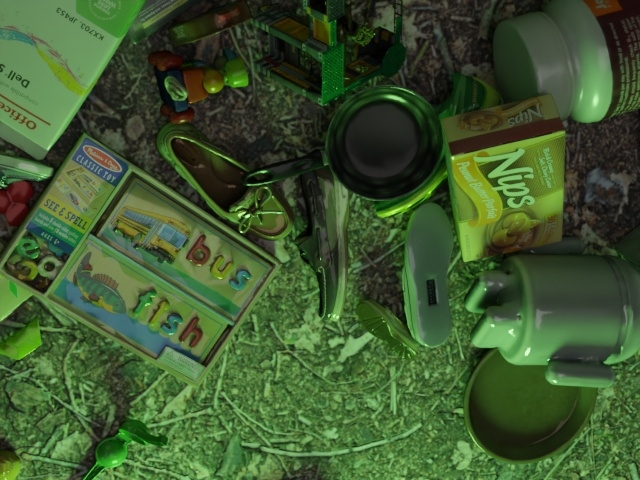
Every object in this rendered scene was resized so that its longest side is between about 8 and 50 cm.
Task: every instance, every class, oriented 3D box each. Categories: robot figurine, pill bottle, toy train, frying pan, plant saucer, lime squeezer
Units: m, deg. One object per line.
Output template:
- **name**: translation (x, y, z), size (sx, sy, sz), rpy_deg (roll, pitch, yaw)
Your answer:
- **robot figurine**: translation (0.443, 0.123, 1.886), size (0.353, 0.200, 0.300), rpy_deg (1, 63, -11)
- **pill bottle**: translation (0.509, -0.330, 1.778), size (0.392, 0.224, 0.224), rpy_deg (-16, 108, -9)
- **toy train**: translation (-0.176, -0.247, 1.628), size (0.143, 0.248, 0.105), rpy_deg (-16, 108, -13)
- **frying pan**: translation (0.052, -0.127, 1.742), size (0.326, 0.053, 0.197), rpy_deg (-35, 110, 7)
- **plant saucer**: translation (0.402, 0.299, 2.023), size (0.277, 0.041, 0.278), rpy_deg (-3, 105, -12)
- **lime squeezer**: translation (-0.353, 0.382, 1.840), size (0.059, 0.110, 0.310), rpy_deg (30, 128, -35)

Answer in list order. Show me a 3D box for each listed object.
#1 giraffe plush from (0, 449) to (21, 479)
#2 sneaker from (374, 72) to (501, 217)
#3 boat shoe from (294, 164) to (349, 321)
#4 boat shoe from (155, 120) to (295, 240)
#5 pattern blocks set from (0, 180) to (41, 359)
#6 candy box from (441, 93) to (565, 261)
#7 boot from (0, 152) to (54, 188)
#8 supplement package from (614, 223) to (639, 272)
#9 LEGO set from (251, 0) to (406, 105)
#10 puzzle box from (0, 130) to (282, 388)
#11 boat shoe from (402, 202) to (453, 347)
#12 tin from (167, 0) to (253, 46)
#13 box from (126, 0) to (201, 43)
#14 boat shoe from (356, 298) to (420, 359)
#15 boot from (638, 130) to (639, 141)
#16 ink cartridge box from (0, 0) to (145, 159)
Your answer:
- **giraffe plush**: translation (-0.597, 0.462, 1.761), size (0.181, 0.170, 0.210), rpy_deg (-4, 106, -12)
- **sneaker**: translation (0.187, -0.164, 1.825), size (0.123, 0.109, 0.295), rpy_deg (40, 98, 7)
- **boat shoe**: translation (0.000, 0.000, 1.817), size (0.092, 0.103, 0.285), rpy_deg (-1, 102, -8)
- **boat shoe**: translation (-0.157, -0.089, 1.756), size (0.285, 0.089, 0.104), rpy_deg (36, 94, -20)
- **pattern blocks set**: translation (-0.568, 0.076, 1.733), size (0.324, 0.026, 0.285), rpy_deg (-30, 109, -8)
- **candy box**: translation (0.311, -0.096, 1.763), size (0.182, 0.088, 0.316), rpy_deg (-13, 144, 3)
- **boot**: translation (-0.527, -0.098, 1.675), size (0.190, 0.069, 0.086), rpy_deg (11, 95, -4)
- **supplement package**: translation (0.730, 0.070, 1.953), size (0.199, 0.198, 0.263), rpy_deg (-38, 110, -2)
- **LEGO set**: translation (0.003, -0.389, 1.669), size (0.255, 0.192, 0.331), rpy_deg (-39, 144, -27)
- **puzzle box**: translation (-0.300, 0.038, 1.763), size (0.409, 0.052, 0.272), rpy_deg (33, 90, -21)
- **boat shoe**: translation (0.181, 0.061, 1.881), size (0.095, 0.084, 0.258), rpy_deg (1, 92, -20)
- **tin**: translation (-0.175, -0.339, 1.632), size (0.106, 0.189, 0.040), rpy_deg (-31, 107, -20)
- **box**: translation (-0.216, -0.544, 1.615), size (0.395, 0.097, 0.318), rpy_deg (-34, 109, -2)
- **boat shoe**: translation (0.127, 0.155, 1.917), size (0.153, 0.048, 0.056), rpy_deg (42, 137, -16)
- **boot**: translation (0.710, -0.168, 1.944), size (0.211, 0.104, 0.295), rpy_deg (-22, 104, -1)
- **ink cartridge box**: translation (-0.433, -0.284, 1.571), size (0.207, 0.119, 0.353), rpy_deg (32, 112, -13)
